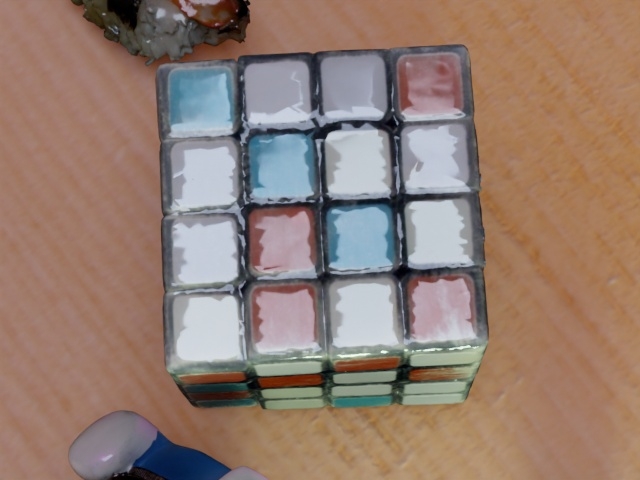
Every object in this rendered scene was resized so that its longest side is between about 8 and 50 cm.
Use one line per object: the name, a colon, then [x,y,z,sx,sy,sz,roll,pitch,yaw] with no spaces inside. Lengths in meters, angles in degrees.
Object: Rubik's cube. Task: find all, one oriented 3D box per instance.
Rubik's cube: [0.000,0.000,1.510,0.253,0.256,0.259,-1,76,0]

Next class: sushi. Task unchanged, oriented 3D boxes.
sushi: [-0.161,-0.225,1.648,0.226,0.097,0.103,38,74,24]

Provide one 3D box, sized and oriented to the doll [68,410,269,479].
doll: [-0.163,0.323,1.456,0.284,0.240,0.310,12,56,44]
